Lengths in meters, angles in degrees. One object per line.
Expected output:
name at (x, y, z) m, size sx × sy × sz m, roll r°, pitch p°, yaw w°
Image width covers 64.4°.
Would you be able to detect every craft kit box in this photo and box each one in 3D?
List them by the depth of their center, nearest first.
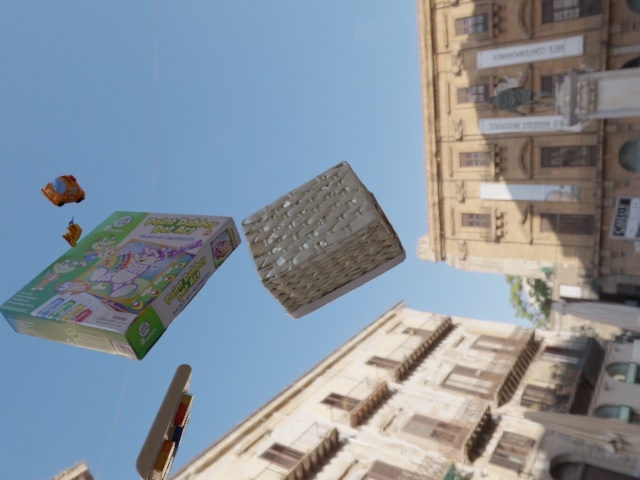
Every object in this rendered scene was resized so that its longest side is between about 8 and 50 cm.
craft kit box at (-0.282, 0.048, 0.740) m, size 0.247 × 0.249 × 0.061 m, roll -55°, pitch -40°, yaw -47°

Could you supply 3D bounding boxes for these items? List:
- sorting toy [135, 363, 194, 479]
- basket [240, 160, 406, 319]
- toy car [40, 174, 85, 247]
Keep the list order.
sorting toy at (-0.262, 0.346, 0.885) m, size 0.208 × 0.038 × 0.193 m, roll 105°, pitch 180°, yaw -45°
basket at (0.000, 0.000, 0.614) m, size 0.103 × 0.167 × 0.113 m, roll 48°, pitch -165°, yaw -55°
toy car at (-0.338, -0.048, 0.705) m, size 0.060 × 0.122 × 0.041 m, roll -1°, pitch -44°, yaw -54°
